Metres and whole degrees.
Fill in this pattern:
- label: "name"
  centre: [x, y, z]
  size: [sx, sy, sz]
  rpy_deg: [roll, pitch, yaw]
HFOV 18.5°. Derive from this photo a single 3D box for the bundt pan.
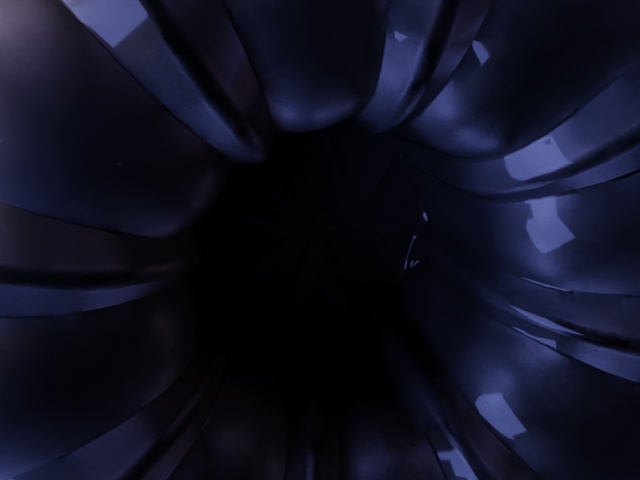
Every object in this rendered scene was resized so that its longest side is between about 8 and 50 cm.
- label: "bundt pan"
  centre: [0.000, 0.000, 0.572]
  size: [0.124, 0.330, 0.331]
  rpy_deg: [-120, 8, -64]
